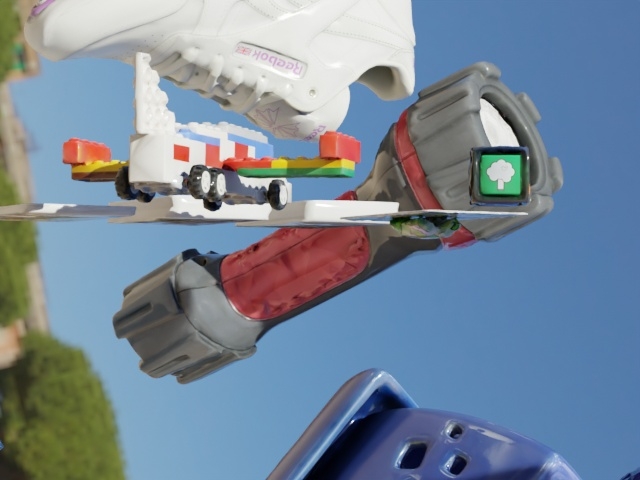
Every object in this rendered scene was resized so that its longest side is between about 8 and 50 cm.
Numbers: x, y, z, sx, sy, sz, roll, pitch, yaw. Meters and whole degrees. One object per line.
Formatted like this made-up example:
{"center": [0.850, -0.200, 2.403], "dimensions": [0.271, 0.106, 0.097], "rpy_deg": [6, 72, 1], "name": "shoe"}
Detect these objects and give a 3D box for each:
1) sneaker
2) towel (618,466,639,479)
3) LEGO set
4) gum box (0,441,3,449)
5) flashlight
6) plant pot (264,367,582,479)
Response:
{"center": [-0.051, -0.137, 1.152], "dimensions": [0.114, 0.305, 0.152], "rpy_deg": [-11, -89, 57], "name": "sneaker"}
{"center": [-0.005, 0.189, 0.458], "dimensions": [0.076, 0.308, 0.227], "rpy_deg": [52, -6, 20], "name": "towel"}
{"center": [-0.022, -0.031, 0.692], "dimensions": [0.244, 0.182, 0.060], "rpy_deg": [-3, -93, 62], "name": "LEGO set"}
{"center": [-0.304, 0.109, 1.057], "dimensions": [0.041, 0.184, 0.157], "rpy_deg": [-26, -83, 32], "name": "gum box"}
{"center": [0.000, 0.000, 1.055], "dimensions": [0.103, 0.304, 0.103], "rpy_deg": [54, 29, -16], "name": "flashlight"}
{"center": [0.070, 0.249, 1.249], "dimensions": [0.212, 0.236, 0.236], "rpy_deg": [30, -14, 39], "name": "plant pot"}
